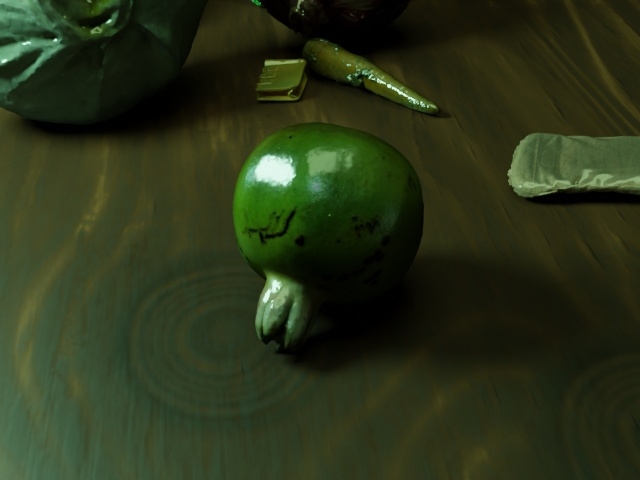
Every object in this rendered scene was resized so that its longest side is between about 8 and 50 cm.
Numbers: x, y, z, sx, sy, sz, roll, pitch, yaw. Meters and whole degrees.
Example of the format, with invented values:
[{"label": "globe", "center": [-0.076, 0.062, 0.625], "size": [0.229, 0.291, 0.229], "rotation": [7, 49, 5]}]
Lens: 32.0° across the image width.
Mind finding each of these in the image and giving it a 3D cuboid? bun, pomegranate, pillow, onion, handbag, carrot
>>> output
[{"label": "bun", "center": [-0.299, -0.311, 1.370], "size": [0.362, 0.361, 0.211], "rotation": [-18, 30, -19]}, {"label": "pomegranate", "center": [0.000, 0.000, 0.984], "size": [0.180, 0.180, 0.209], "rotation": [10, 72, 24]}, {"label": "pillow", "center": [0.306, -0.079, 1.177], "size": [0.211, 0.034, 0.135], "rotation": [3, 35, 17]}, {"label": "onion", "center": [0.007, -0.369, 1.532], "size": [0.252, 0.252, 0.219], "rotation": [4, 56, 16]}, {"label": "handbag", "center": [-0.051, -0.208, 1.454], "size": [0.061, 0.027, 0.083], "rotation": [0, 32, 9]}, {"label": "carrot", "center": [0.061, -0.206, 1.423], "size": [0.049, 0.049, 0.254], "rotation": [-27, 41, -31]}]

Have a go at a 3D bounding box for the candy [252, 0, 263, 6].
[{"label": "candy", "center": [-0.068, -0.414, 1.756], "size": [0.141, 0.078, 0.203], "rotation": [-24, 41, -27]}]
